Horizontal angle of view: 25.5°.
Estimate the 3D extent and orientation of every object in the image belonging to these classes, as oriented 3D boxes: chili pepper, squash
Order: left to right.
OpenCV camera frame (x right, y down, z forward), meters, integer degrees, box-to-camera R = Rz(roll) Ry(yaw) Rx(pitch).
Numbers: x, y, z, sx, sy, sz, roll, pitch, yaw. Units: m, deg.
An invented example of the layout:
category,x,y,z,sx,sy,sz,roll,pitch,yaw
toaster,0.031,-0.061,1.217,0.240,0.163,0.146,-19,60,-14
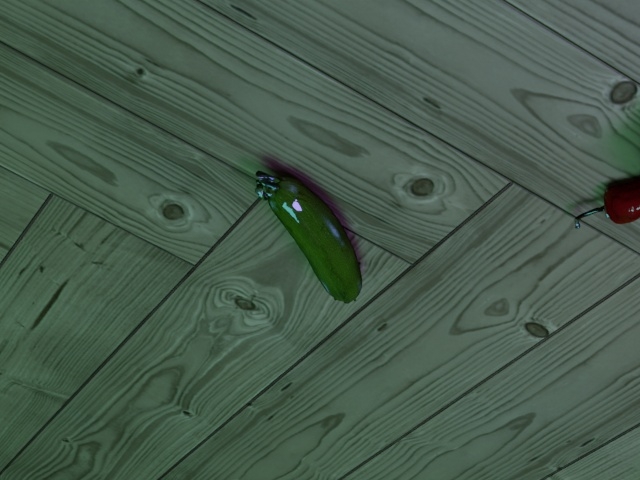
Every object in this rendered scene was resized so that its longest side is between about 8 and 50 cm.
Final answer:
category,x,y,z,sx,sy,sz,roll,pitch,yaw
squash,0.002,0.002,2.059,0.080,0.071,0.318,38,167,45
chili pepper,0.448,-0.059,1.855,0.267,0.050,0.059,-16,117,32
